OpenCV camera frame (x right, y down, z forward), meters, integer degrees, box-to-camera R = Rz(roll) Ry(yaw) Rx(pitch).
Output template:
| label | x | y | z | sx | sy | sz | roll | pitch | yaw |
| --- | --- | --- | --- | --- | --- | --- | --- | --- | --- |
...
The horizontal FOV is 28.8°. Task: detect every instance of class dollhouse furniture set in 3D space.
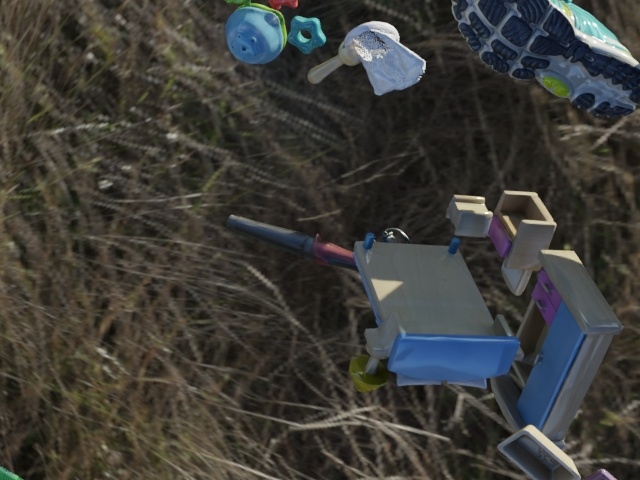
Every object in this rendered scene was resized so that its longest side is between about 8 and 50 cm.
| label | x | y | z | sx | sy | sz | roll | pitch | yaw |
| --- | --- | --- | --- | --- | --- | --- | --- | --- | --- |
| dollhouse furniture set | 0.140 | 0.096 | 1.454 | 0.304 | 0.286 | 0.198 | 2 | 127 | -20 |
| dollhouse furniture set | 0.171 | 0.213 | 0.979 | 0.114 | 0.091 | 0.081 | 41 | 35 | -14 |

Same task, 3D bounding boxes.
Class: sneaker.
| label | x | y | z | sx | sy | sz | roll | pitch | yaw |
| --- | --- | --- | --- | --- | --- | --- | --- | --- | --- |
| sneaker | 0.260 | -0.238 | 1.442 | 0.275 | 0.107 | 0.110 | 30 | 35 | -23 |

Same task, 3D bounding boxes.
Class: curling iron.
| label | x | y | z | sx | sy | sz | roll | pitch | yaw |
| --- | --- | --- | --- | --- | --- | --- | --- | --- | --- |
| curling iron | 0.000 | 0.000 | 1.531 | 0.035 | 0.274 | 0.068 | -35 | 129 | -46 |

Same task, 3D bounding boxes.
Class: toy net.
| label | x | y | z | sx | sy | sz | roll | pitch | yaw |
| --- | --- | --- | --- | --- | --- | --- | --- | --- | --- |
| toy net | 0.003 | -0.223 | 1.319 | 0.232 | 0.045 | 0.122 | 12 | 128 | 14 |

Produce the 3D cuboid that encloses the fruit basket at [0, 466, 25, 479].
| label | x | y | z | sx | sy | sz | roll | pitch | yaw |
| --- | --- | --- | --- | --- | --- | --- | --- | --- | --- |
| fruit basket | -0.394 | 0.448 | 1.426 | 0.392 | 0.392 | 0.283 | -57 | 136 | -12 |
